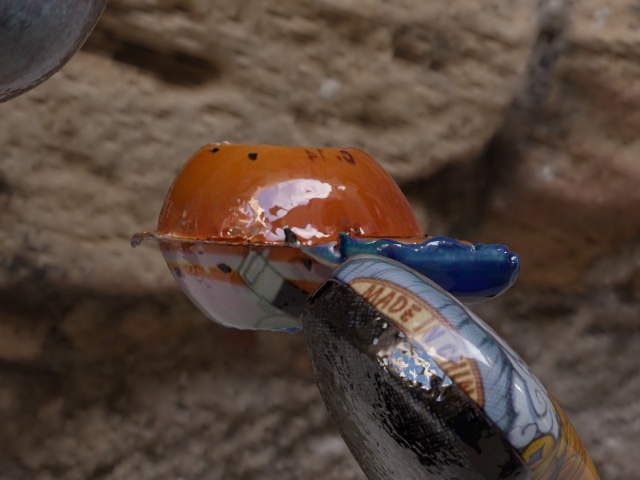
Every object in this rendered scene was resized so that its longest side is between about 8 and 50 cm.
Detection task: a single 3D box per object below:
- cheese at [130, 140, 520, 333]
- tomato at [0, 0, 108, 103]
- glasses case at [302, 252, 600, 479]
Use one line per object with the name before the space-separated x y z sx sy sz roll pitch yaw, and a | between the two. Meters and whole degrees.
cheese | 0.000 0.000 1.307 0.217 0.129 0.329 -1 5 -32
tomato | -0.304 -0.247 1.489 0.316 0.317 0.282 -5 10 -39
glasses case | 0.071 0.106 0.893 0.122 0.082 0.321 40 -10 28
